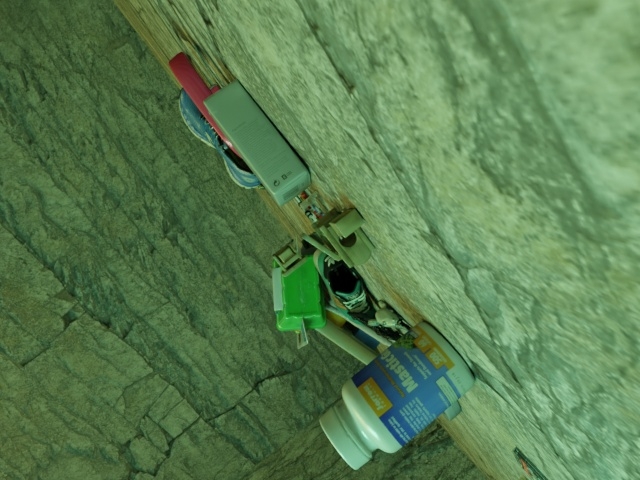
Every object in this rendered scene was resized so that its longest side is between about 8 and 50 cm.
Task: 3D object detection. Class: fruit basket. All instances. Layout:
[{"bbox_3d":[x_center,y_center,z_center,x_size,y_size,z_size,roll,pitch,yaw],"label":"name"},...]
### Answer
[{"bbox_3d":[-0.085,0.180,1.458,0.353,0.166,0.326,128,139,-70],"label":"fruit basket"}]

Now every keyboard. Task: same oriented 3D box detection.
[{"bbox_3d":[0.165,0.261,1.310,0.192,0.038,0.100,34,154,-31],"label":"keyboard"}]

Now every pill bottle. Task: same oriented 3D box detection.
[{"bbox_3d":[0.137,0.292,0.846,0.152,0.272,0.152,51,174,7],"label":"pill bottle"}]

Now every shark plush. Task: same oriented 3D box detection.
[{"bbox_3d":[0.190,0.198,1.143,0.067,0.073,0.161,34,161,-22],"label":"shark plush"}]

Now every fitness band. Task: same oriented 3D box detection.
[{"bbox_3d":[-0.238,-0.307,1.055,0.290,0.054,0.209,52,-175,-5],"label":"fitness band"}]

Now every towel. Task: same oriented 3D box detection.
[{"bbox_3d":[0.094,0.236,1.620,0.317,0.053,0.332,35,-176,-22],"label":"towel"}]

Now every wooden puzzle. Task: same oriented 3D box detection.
[{"bbox_3d":[0.101,0.310,1.700,0.322,0.080,0.348,37,-172,-10],"label":"wooden puzzle"}]

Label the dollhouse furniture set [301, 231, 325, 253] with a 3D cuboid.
[{"bbox_3d":[0.000,0.000,1.441,0.076,0.059,0.152,60,154,-9],"label":"dollhouse furniture set"}]

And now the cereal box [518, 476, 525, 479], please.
[{"bbox_3d":[0.566,0.687,1.040,0.173,0.047,0.240,54,175,-16],"label":"cereal box"}]

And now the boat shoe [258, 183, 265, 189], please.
[{"bbox_3d":[-0.239,-0.259,1.472,0.227,0.081,0.069,46,174,-15],"label":"boat shoe"}]

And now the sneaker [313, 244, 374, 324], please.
[{"bbox_3d":[0.081,0.153,1.304,0.302,0.108,0.121,56,178,-28],"label":"sneaker"}]

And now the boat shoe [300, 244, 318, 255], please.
[{"bbox_3d":[0.027,0.091,1.578,0.228,0.080,0.076,41,-158,7],"label":"boat shoe"}]

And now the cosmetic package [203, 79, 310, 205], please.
[{"bbox_3d":[-0.120,-0.187,0.888,0.231,0.086,0.117,54,176,6],"label":"cosmetic package"}]

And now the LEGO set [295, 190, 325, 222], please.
[{"bbox_3d":[0.013,-0.041,1.031,0.182,0.060,0.244,50,-175,-17],"label":"LEGO set"}]

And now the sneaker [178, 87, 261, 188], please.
[{"bbox_3d":[-0.255,-0.298,1.240,0.330,0.130,0.147,50,161,-10],"label":"sneaker"}]

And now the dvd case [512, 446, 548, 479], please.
[{"bbox_3d":[0.444,0.484,0.915,0.119,0.013,0.087,48,174,48],"label":"dvd case"}]

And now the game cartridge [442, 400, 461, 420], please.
[{"bbox_3d":[0.325,0.423,1.335,0.196,0.060,0.294,41,169,44],"label":"game cartridge"}]

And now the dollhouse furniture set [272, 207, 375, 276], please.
[{"bbox_3d":[0.008,0.030,0.804,0.101,0.161,0.182,53,176,-9],"label":"dollhouse furniture set"}]
